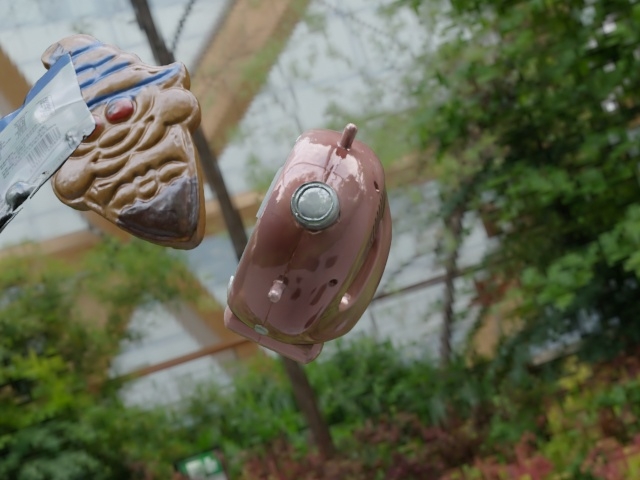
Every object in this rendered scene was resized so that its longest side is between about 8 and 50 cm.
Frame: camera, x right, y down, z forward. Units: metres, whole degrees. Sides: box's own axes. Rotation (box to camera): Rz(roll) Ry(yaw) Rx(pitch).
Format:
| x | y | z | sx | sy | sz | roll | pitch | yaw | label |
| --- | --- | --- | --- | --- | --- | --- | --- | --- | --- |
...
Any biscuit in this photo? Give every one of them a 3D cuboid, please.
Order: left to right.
| x | y | z | sx | sy | sz | roll | pitch | yaw | label |
| --- | --- | --- | --- | --- | --- | --- | --- | --- | --- |
| -0.191 | -0.095 | 1.390 | 0.183 | 0.280 | 0.043 | -36 | -32 | 1 | biscuit |

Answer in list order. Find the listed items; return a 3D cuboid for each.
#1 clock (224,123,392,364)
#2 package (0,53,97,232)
| x | y | z | sx | sy | sz | roll | pitch | yaw | label |
| --- | --- | --- | --- | --- | --- | --- | --- | --- | --- |
| 0.000 | 0.000 | 1.520 | 0.142 | 0.227 | 0.241 | 23 | -16 | 4 | clock |
| -0.237 | -0.056 | 1.118 | 0.171 | 0.027 | 0.173 | -48 | 27 | 10 | package |
